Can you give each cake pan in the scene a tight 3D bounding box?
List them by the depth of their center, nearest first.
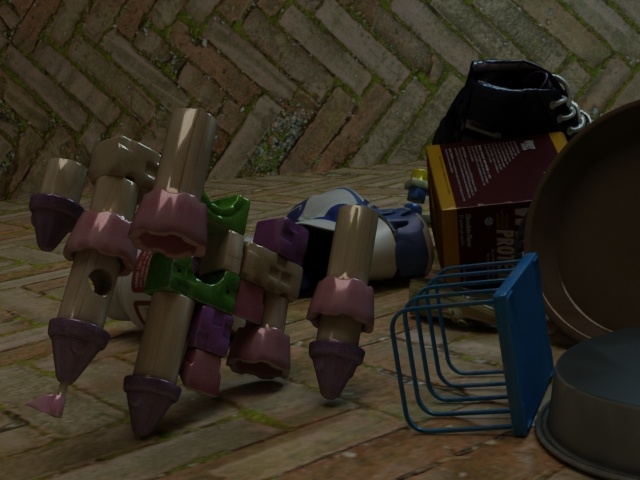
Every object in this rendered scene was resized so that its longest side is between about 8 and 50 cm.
[{"bbox_3d":[0.315,0.118,0.835,0.293,0.054,0.293,-6,9,1],"label":"cake pan"}]

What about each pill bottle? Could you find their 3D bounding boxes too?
[{"bbox_3d":[-0.170,0.057,1.337,0.216,0.121,0.121,-1,11,30],"label":"pill bottle"}]

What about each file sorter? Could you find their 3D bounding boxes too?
[{"bbox_3d":[0.138,0.089,0.945,0.104,0.118,0.170,-6,9,21],"label":"file sorter"}]

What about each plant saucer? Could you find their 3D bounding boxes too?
[{"bbox_3d":[0.335,-0.014,1.075,0.278,0.278,0.041,2,-18,43],"label":"plant saucer"}]

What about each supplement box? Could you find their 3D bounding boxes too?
[{"bbox_3d":[0.252,-0.041,1.441,0.194,0.129,0.191,-6,30,2],"label":"supplement box"}]

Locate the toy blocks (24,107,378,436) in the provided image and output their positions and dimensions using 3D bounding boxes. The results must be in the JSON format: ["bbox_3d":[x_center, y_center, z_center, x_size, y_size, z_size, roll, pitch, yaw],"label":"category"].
[{"bbox_3d":[-0.140,0.070,1.028,0.309,0.260,0.288,-10,-27,44],"label":"toy blocks"}]

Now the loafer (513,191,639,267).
[{"bbox_3d":[0.373,0.039,1.144,0.366,0.134,0.130,16,-4,44],"label":"loafer"}]

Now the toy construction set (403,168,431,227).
[{"bbox_3d":[0.298,-0.056,1.682,0.327,0.151,0.215,-2,-14,-7],"label":"toy construction set"}]

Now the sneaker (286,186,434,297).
[{"bbox_3d":[0.001,0.000,1.548,0.182,0.127,0.315,-10,11,-30],"label":"sneaker"}]

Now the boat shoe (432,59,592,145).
[{"bbox_3d":[0.345,-0.163,1.539,0.340,0.158,0.127,5,45,-10],"label":"boat shoe"}]

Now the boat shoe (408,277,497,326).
[{"bbox_3d":[0.158,0.080,1.240,0.056,0.048,0.153,2,9,-39],"label":"boat shoe"}]
